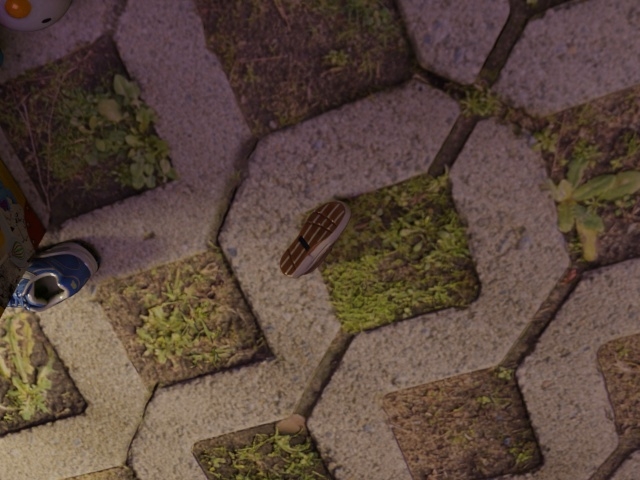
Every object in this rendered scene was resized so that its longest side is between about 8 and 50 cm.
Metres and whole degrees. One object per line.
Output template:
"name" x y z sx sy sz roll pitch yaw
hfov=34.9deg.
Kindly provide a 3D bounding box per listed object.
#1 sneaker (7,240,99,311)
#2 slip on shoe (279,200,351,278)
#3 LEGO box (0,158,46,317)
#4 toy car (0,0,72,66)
"sneaker" -0.416 0.059 1.434 0.211 0.081 0.080 -16 121 23
"slip on shoe" 0.000 0.000 1.336 0.041 0.051 0.135 9 128 -45
"LEGO box" -0.567 -0.088 1.177 0.193 0.372 0.500 -18 119 13
"toy car" -0.362 -0.272 1.138 0.238 0.210 0.219 -13 132 5
